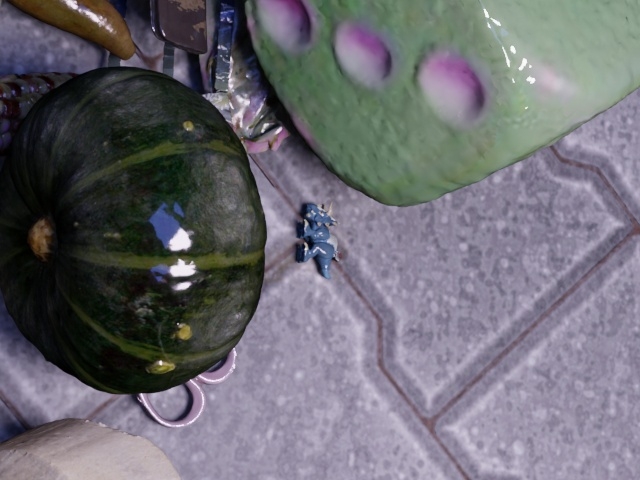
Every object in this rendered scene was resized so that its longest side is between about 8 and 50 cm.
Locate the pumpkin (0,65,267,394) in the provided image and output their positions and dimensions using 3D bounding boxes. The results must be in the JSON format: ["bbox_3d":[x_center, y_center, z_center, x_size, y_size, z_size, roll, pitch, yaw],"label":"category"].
[{"bbox_3d":[-0.172,-0.005,1.231,0.207,0.300,0.300,1,83,-43],"label":"pumpkin"}]

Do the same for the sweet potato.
[{"bbox_3d":[-0.281,-0.263,1.330,0.243,0.077,0.077,41,73,-10],"label":"sweet potato"}]

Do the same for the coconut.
[{"bbox_3d":[-0.237,0.287,1.241,0.266,0.237,0.237,-11,87,-61],"label":"coconut"}]

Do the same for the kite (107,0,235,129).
[{"bbox_3d":[-0.157,-0.140,1.381,0.204,0.022,0.360,6,84,8],"label":"kite"}]

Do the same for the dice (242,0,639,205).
[{"bbox_3d":[0.131,-0.238,1.346,0.318,0.330,0.322,-35,100,-39],"label":"dice"}]

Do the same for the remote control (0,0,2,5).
[{"bbox_3d":[-0.389,-0.204,1.337,0.123,0.038,0.285,18,79,-16],"label":"remote control"}]

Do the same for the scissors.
[{"bbox_3d":[-0.200,0.084,1.377,0.242,0.030,0.118,41,72,-11],"label":"scissors"}]

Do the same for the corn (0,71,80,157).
[{"bbox_3d":[-0.332,-0.109,1.278,0.280,0.092,0.092,-16,90,-47],"label":"corn"}]

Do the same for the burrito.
[{"bbox_3d":[-0.093,-0.242,1.433,0.096,0.066,0.309,-7,84,-17],"label":"burrito"}]

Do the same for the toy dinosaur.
[{"bbox_3d":[0.000,0.000,1.458,0.047,0.030,0.083,2,84,-17],"label":"toy dinosaur"}]

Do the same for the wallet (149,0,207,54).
[{"bbox_3d":[-0.143,-0.268,1.350,0.082,0.018,0.157,13,72,-56],"label":"wallet"}]
